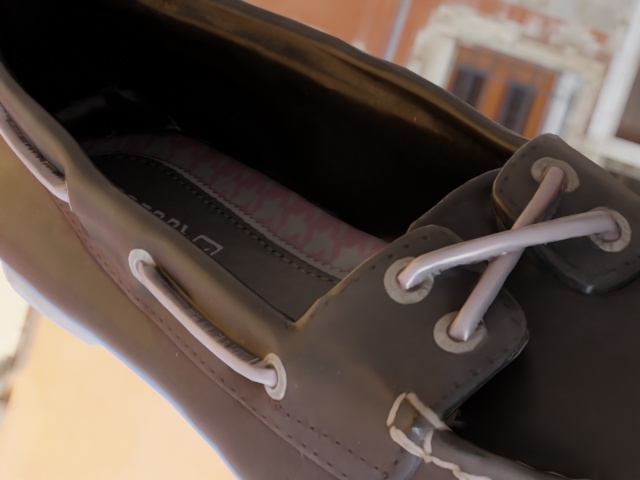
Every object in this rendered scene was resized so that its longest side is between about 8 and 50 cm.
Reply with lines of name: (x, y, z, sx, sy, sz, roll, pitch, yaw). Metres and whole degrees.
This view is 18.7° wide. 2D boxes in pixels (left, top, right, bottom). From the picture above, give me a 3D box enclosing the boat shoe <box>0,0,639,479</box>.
boat shoe: (0.000, 0.000, 0.496, 0.112, 0.095, 0.335, -32, -146, -27)
